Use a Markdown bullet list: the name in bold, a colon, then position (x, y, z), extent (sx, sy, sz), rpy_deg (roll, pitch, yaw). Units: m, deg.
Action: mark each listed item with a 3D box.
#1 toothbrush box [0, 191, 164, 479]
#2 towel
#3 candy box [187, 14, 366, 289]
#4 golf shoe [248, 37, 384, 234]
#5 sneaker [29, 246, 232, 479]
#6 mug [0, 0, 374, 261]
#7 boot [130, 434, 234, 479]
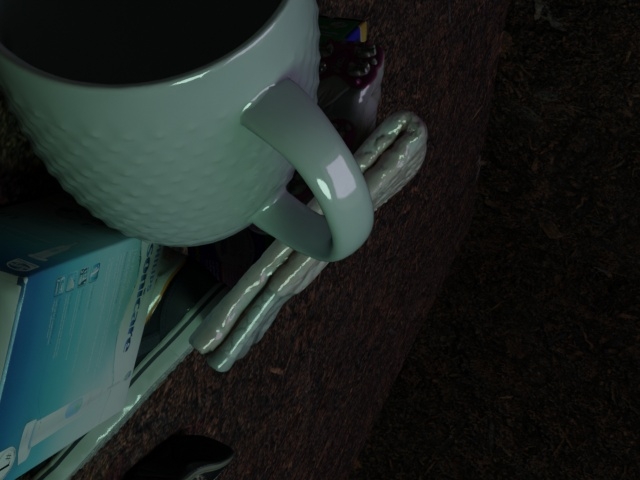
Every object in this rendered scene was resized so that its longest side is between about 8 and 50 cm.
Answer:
- **toothbrush box**: position (-0.276, 0.086, 1.253), extent (0.295, 0.126, 0.216), rpy_deg (-28, 136, -69)
- **towel**: position (0.000, 0.000, 1.406), extent (0.317, 0.053, 0.332), rpy_deg (-48, 178, 2)
- **candy box**: position (-0.051, -0.104, 1.671), extent (0.317, 0.122, 0.268), rpy_deg (-54, 149, -50)
- **golf shoe**: position (0.000, -0.095, 1.488), extent (0.140, 0.115, 0.306), rpy_deg (81, 30, -43)
- **sneaker**: position (-0.241, 0.139, 1.501), extent (0.321, 0.127, 0.126), rpy_deg (-48, 179, 7)
- **mug**: position (-0.101, -0.118, 1.154), extent (0.276, 0.374, 0.328), rpy_deg (-44, 157, -19)
- **boot**: position (-0.222, 0.393, 1.949), extent (0.236, 0.085, 0.178), rpy_deg (-20, 130, -64)
